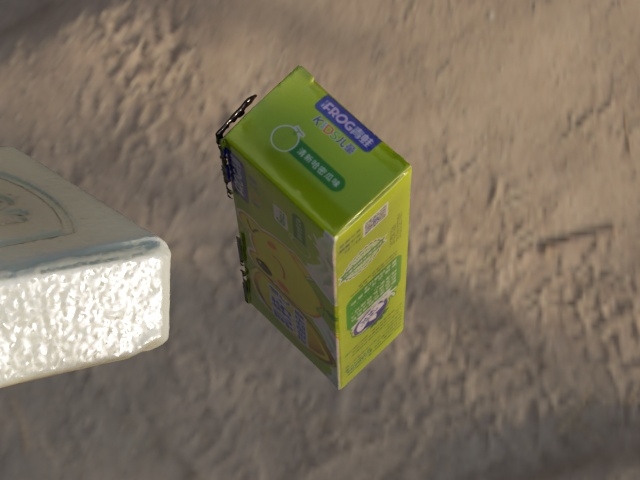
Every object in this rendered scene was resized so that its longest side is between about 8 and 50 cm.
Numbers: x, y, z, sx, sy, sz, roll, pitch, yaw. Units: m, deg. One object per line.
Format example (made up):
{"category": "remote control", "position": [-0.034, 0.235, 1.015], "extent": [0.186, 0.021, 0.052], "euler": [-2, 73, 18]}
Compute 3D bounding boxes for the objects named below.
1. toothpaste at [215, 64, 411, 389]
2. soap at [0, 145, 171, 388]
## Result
{"category": "toothpaste", "position": [0.000, 0.000, 1.347], "extent": [0.110, 0.327, 0.077], "euler": [41, 74, 16]}
{"category": "soap", "position": [-0.168, 0.011, 0.927], "extent": [0.121, 0.183, 0.064], "euler": [-13, 114, -31]}
